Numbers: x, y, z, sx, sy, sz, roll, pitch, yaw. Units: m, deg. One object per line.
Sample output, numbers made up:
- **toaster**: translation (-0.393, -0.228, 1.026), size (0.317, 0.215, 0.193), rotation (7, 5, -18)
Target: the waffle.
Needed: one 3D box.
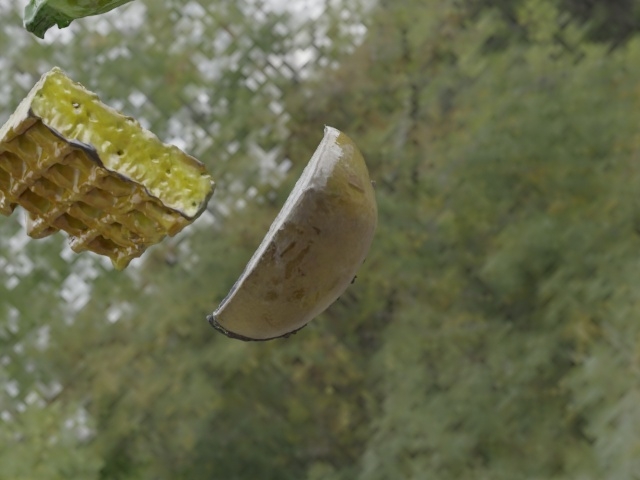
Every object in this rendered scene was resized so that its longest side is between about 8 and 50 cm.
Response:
- **waffle**: translation (-0.192, -0.044, 1.451), size (0.211, 0.160, 0.055), rotation (-34, 27, 58)

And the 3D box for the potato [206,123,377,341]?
- **potato**: translation (-0.001, 0.002, 1.912), size (0.261, 0.120, 0.100), rotation (-60, 6, -14)

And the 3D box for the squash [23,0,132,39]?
- **squash**: translation (-0.057, -0.250, 1.182), size (0.370, 0.118, 0.118), rotation (-27, 2, 21)
